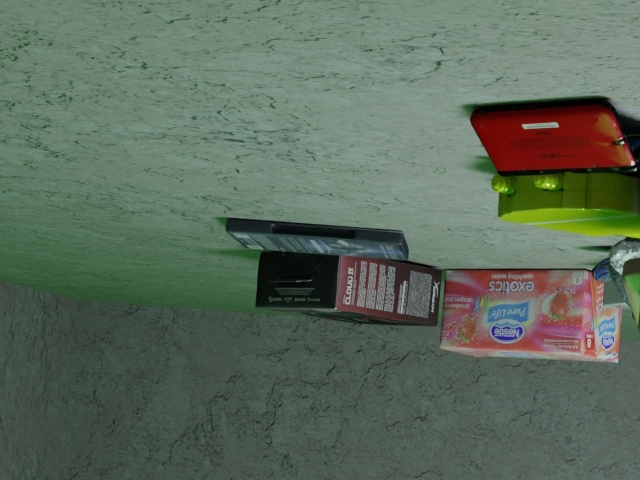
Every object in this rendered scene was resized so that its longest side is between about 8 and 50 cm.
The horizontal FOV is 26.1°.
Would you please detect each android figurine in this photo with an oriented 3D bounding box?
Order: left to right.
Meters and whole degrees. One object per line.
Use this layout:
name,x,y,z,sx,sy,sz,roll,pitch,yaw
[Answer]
android figurine,0.313,-0.043,1.547,0.273,0.056,0.248,10,171,-35

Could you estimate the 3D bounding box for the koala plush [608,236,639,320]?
koala plush,0.489,0.055,1.855,0.221,0.203,0.196,25,-171,13

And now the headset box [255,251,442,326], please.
headset box,0.040,0.085,2.488,0.293,0.110,0.218,12,170,-43

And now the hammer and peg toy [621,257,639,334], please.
hammer and peg toy,0.447,0.064,1.381,0.266,0.127,0.361,-5,134,24

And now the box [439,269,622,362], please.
box,0.376,0.135,2.477,0.300,0.154,0.142,0,171,41

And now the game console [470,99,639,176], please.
game console,0.233,-0.106,1.288,0.144,0.085,0.124,-1,139,36

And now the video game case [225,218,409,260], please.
video game case,0.000,0.000,2.209,0.274,0.026,0.196,3,172,7

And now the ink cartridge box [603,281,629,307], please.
ink cartridge box,0.557,0.076,2.206,0.175,0.072,0.127,7,173,-13

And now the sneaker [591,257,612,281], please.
sneaker,0.517,0.060,2.058,0.221,0.087,0.083,4,172,11
